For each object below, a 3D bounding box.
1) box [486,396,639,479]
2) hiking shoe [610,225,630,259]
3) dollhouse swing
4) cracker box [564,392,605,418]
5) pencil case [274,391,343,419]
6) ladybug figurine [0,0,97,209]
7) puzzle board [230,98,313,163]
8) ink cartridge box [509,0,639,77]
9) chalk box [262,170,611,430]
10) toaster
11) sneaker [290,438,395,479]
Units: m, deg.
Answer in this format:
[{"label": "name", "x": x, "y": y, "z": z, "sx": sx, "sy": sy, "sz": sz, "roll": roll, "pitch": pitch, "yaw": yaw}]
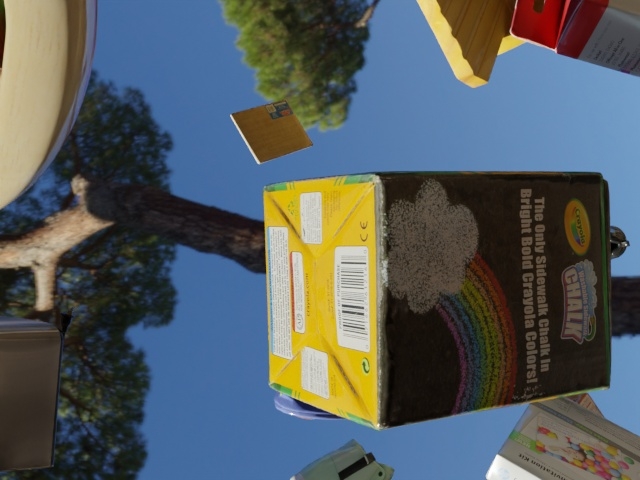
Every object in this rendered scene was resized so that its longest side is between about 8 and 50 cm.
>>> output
[{"label": "box", "x": 0.282, "y": 0.244, "z": 0.864, "sx": 0.186, "sy": 0.145, "sz": 0.038, "roll": -26, "pitch": -42, "yaw": -56}, {"label": "hiking shoe", "x": 0.427, "y": 0.020, "z": 1.381, "sx": 0.114, "sy": 0.227, "sz": 0.086, "roll": -1, "pitch": -106, "yaw": -73}, {"label": "dollhouse swing", "x": 0.305, "y": -0.465, "z": 1.209, "sx": 0.347, "sy": 0.315, "sz": 0.305, "roll": 56, "pitch": -157, "yaw": -26}, {"label": "cracker box", "x": 0.623, "y": 0.474, "z": 1.851, "sx": 0.067, "sy": 0.156, "sz": 0.232, "roll": -39, "pitch": -83, "yaw": -31}, {"label": "pencil case", "x": 0.027, "y": 0.096, "z": 1.066, "sx": 0.133, "sy": 0.119, "sz": 0.306, "roll": 13, "pitch": -91, "yaw": -9}, {"label": "ladybug figurine", "x": -0.364, "y": -0.236, "z": 0.819, "sx": 0.449, "sy": 0.305, "sz": 0.162, "roll": -66, "pitch": -7, "yaw": 27}, {"label": "puzzle board", "x": -0.082, "y": -0.185, "z": 1.317, "sx": 0.128, "sy": 0.011, "sz": 0.096, "roll": -25, "pitch": -99, "yaw": -42}, {"label": "ink cartridge box", "x": 0.316, "y": -0.236, "z": 0.762, "sx": 0.231, "sy": 0.078, "sz": 0.134, "roll": 17, "pitch": -118, "yaw": 2}, {"label": "chalk box", "x": 0.119, "y": 0.035, "z": 0.652, "sx": 0.289, "sy": 0.179, "sz": 0.180, "roll": -2, "pitch": -88, "yaw": -30}, {"label": "toaster", "x": -0.377, "y": 0.160, "z": 0.857, "sx": 0.110, "sy": 0.168, "sz": 0.185, "roll": 15, "pitch": -102, "yaw": -66}, {"label": "sneaker", "x": 0.083, "y": 0.444, "z": 1.241, "sx": 0.151, "sy": 0.094, "sz": 0.256, "roll": -34, "pitch": -93, "yaw": -12}]
